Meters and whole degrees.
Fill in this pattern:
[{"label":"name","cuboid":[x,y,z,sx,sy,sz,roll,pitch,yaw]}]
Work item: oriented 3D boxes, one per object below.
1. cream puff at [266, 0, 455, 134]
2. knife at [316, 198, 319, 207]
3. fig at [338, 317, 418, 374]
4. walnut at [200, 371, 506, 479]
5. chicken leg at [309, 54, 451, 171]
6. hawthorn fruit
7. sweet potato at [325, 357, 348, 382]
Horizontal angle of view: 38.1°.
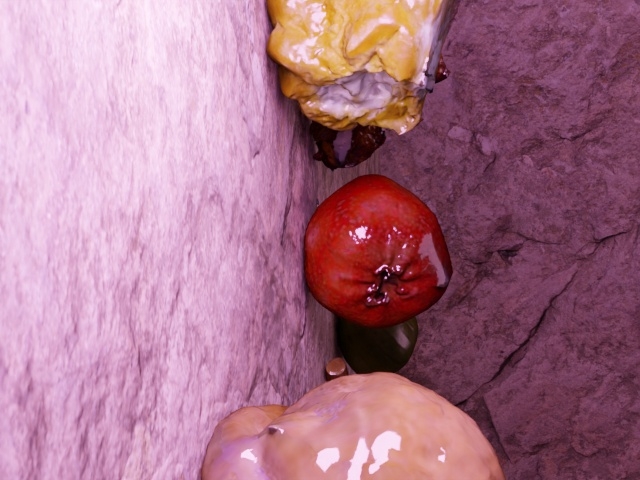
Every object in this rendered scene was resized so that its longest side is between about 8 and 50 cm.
[{"label":"cream puff","cuboid":[0.061,-0.327,1.381,0.323,0.270,0.274,91,19,-73]},{"label":"knife","cuboid":[0.000,0.000,1.868,0.023,0.010,0.170,-77,164,-82]},{"label":"fig","cuboid":[0.119,0.210,2.172,0.225,0.203,0.203,42,28,-19]},{"label":"walnut","cuboid":[0.032,0.318,0.992,0.383,0.384,0.383,-1,90,-82]},{"label":"chicken leg","cuboid":[0.078,-0.227,1.661,0.407,0.158,0.095,140,-40,-56]},{"label":"hawthorn fruit","cuboid":[0.092,0.005,1.689,0.307,0.265,0.265,-98,-178,-55]},{"label":"sweet potato","cuboid":[0.035,0.298,1.952,0.049,0.049,0.117,-82,172,-49]}]
